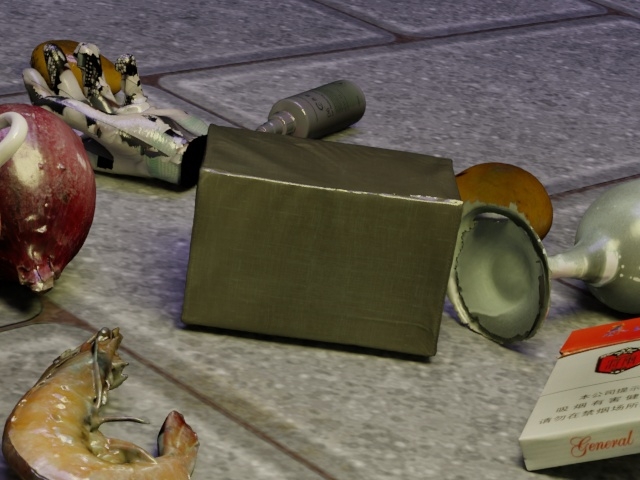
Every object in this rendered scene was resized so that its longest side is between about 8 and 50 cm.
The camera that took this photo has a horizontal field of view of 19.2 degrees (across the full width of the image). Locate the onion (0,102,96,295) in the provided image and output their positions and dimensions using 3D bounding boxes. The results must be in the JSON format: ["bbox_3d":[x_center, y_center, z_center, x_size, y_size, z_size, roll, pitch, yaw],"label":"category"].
[{"bbox_3d":[-0.270,-0.025,1.675,0.159,0.159,0.195,-2,53,-27],"label":"onion"}]

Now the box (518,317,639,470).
[{"bbox_3d":[0.256,0.120,1.591,0.139,0.035,0.245,-13,15,23],"label":"box"}]

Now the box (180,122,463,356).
[{"bbox_3d":[0.000,0.000,1.702,0.231,0.155,0.149,7,19,-2],"label":"box"}]

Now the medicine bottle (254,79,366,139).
[{"bbox_3d":[-0.019,-0.141,2.170,0.057,0.058,0.199,21,24,27],"label":"medicine bottle"}]

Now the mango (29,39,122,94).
[{"bbox_3d":[-0.285,-0.200,2.216,0.114,0.057,0.079,20,18,5],"label":"mango"}]

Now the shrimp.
[{"bbox_3d":[-0.160,0.136,1.446,0.143,0.052,0.251,19,29,-4],"label":"shrimp"}]

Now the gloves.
[{"bbox_3d":[-0.222,-0.125,1.990,0.212,0.111,0.127,20,48,19],"label":"gloves"}]

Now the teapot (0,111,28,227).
[{"bbox_3d":[-0.337,-0.018,1.563,0.159,0.245,0.116,40,-1,-21],"label":"teapot"}]

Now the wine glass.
[{"bbox_3d":[0.272,0.010,1.801,0.321,0.143,0.143,-9,28,-37],"label":"wine glass"}]

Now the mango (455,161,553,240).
[{"bbox_3d":[0.169,-0.022,1.914,0.115,0.090,0.178,25,33,17],"label":"mango"}]
